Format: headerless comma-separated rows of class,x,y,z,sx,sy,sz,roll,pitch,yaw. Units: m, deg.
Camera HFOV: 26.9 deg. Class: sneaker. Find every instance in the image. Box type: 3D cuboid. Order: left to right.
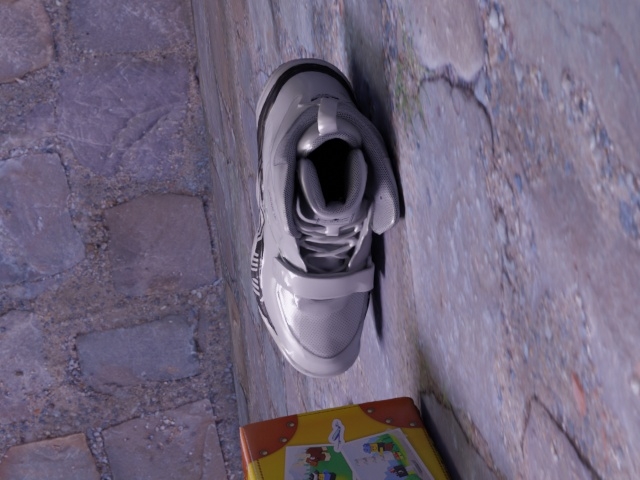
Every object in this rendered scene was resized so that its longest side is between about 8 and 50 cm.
sneaker,0.000,0.000,1.426,0.210,0.137,0.366,-118,25,-72

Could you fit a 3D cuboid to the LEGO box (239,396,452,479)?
LEGO box,0.071,0.447,1.244,0.500,0.193,0.373,-115,18,-60
